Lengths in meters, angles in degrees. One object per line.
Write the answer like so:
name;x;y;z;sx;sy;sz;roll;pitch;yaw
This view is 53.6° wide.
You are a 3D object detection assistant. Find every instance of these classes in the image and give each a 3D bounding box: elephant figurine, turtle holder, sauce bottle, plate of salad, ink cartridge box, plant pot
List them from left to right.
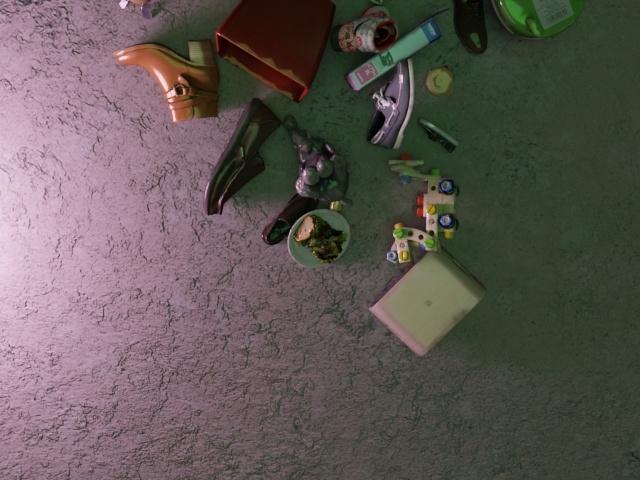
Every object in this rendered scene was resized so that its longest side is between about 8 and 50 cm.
plant pot;-0.103;-0.552;1.686;0.267;0.267;0.236;29;90;-9
elephant figurine;-0.008;-0.231;1.827;0.169;0.240;0.186;-6;131;-17
plate of salad;0.000;0.000;1.901;0.199;0.048;0.200;-9;120;-16
sauce bottle;0.057;-0.144;1.894;0.042;0.042;0.128;14;105;-6
ink cartridge box;0.213;-0.519;1.733;0.311;0.186;0.065;-35;102;6
turtle holder;0.541;-0.687;1.685;0.320;0.227;0.243;32;102;-9

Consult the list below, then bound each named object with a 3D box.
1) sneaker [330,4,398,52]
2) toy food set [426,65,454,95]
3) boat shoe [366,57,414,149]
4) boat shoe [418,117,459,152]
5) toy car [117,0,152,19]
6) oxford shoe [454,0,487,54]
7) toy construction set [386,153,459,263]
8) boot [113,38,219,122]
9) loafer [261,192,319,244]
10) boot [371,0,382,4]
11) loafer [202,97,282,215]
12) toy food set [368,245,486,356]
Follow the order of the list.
sneaker;0.156;-0.558;1.675;0.144;0.270;0.090;13;126;34
toy food set;0.348;-0.464;1.838;0.083;0.020;0.083;0;104;-2
boat shoe;0.191;-0.365;1.735;0.098;0.320;0.116;3;60;-3
boat shoe;0.343;-0.308;1.863;0.142;0.049;0.040;32;101;-12
toy car;-0.482;-0.698;1.711;0.154;0.149;0.188;25;130;-5
oxford shoe;0.418;-0.630;1.762;0.082;0.096;0.227;-21;106;1
toy construction set;0.295;-0.093;1.874;0.214;0.151;0.328;0;97;23
boot;-0.426;-0.443;1.779;0.283;0.109;0.220;-6;108;-9
loafer;-0.087;-0.061;1.890;0.080;0.078;0.220;41;99;-11
boot;0.125;-0.717;1.732;0.157;0.059;0.085;34;77;-10
loafer;-0.223;-0.220;1.815;0.130;0.134;0.366;27;101;-8
toy food set;0.333;0.185;1.976;0.219;0.092;0.306;44;97;0
